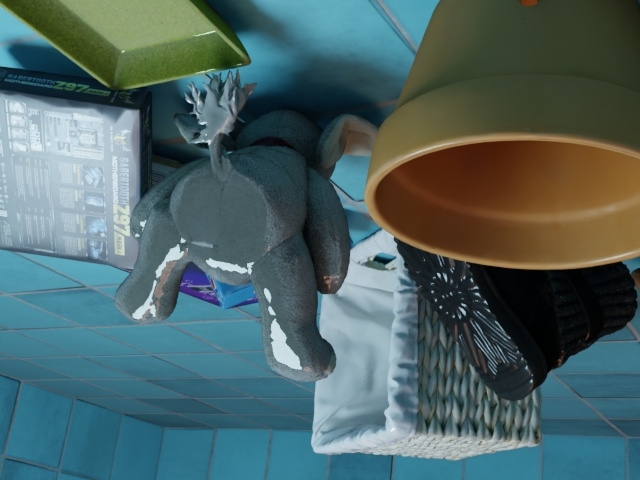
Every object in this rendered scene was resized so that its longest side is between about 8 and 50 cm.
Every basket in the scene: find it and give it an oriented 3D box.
[{"bbox_3d":[0.164,0.180,1.469,0.266,0.331,0.328,12,159,-18],"label":"basket"}]

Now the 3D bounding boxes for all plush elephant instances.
[{"bbox_3d":[-0.065,-0.048,1.073,0.271,0.330,0.255,10,-160,21],"label":"plush elephant"}]

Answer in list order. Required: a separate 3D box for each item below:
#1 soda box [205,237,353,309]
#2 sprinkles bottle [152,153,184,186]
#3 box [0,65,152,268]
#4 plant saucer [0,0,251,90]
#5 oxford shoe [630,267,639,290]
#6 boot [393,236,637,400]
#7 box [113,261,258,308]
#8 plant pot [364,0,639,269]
[{"bbox_3d":[-0.061,0.026,1.365,0.210,0.067,0.071,-23,165,-15],"label":"soda box"},{"bbox_3d":[-0.288,-0.072,1.240,0.355,0.121,0.121,15,158,-20],"label":"sprinkles bottle"},{"bbox_3d":[-0.295,-0.081,1.096,0.183,0.059,0.233,8,127,1],"label":"box"},{"bbox_3d":[-0.190,-0.226,0.916,0.188,0.045,0.188,-5,157,29],"label":"plant saucer"},{"bbox_3d":[0.578,0.069,1.438,0.212,0.076,0.076,13,-172,-22],"label":"oxford shoe"},{"bbox_3d":[0.264,0.020,1.266,0.260,0.348,0.131,-30,-178,-32],"label":"boot"},{"bbox_3d":[-0.185,0.019,1.481,0.261,0.103,0.184,25,150,-39],"label":"box"},{"bbox_3d":[0.193,-0.116,0.857,0.290,0.204,0.291,5,159,2],"label":"plant pot"}]
